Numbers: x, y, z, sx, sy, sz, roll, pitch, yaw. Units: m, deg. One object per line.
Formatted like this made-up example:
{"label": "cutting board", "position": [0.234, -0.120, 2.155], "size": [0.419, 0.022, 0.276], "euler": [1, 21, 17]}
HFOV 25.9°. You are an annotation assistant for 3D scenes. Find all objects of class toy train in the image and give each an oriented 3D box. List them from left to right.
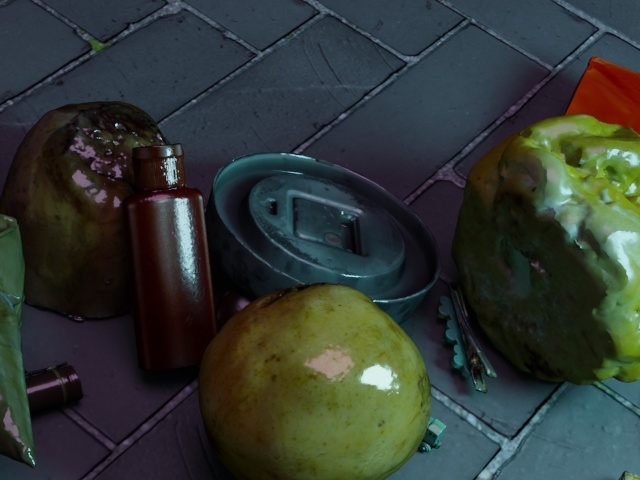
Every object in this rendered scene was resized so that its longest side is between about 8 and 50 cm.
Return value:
{"label": "toy train", "position": [0.106, 0.214, 1.654], "size": [0.092, 0.045, 0.029], "euler": [35, 47, 16]}

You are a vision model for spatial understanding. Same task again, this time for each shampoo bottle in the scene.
{"label": "shampoo bottle", "position": [-0.179, 0.017, 1.639], "size": [0.102, 0.260, 0.064], "euler": [-8, 6, -24]}

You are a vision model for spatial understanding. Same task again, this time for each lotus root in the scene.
{"label": "lotus root", "position": [-0.279, -0.054, 1.729], "size": [0.272, 0.192, 0.272], "euler": [12, 44, -12]}

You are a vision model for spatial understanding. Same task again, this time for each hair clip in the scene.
{"label": "hair clip", "position": [0.178, 0.122, 1.759], "size": [0.049, 0.049, 0.173], "euler": [0, 43, -14]}

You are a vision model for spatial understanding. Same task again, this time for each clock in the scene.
{"label": "clock", "position": [0.001, -0.001, 1.762], "size": [0.312, 0.061, 0.313], "euler": [17, 32, -11]}

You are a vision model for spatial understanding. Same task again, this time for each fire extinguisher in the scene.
{"label": "fire extinguisher", "position": [-0.349, 0.181, 1.575], "size": [0.158, 0.043, 0.064], "euler": [-15, 61, -26]}

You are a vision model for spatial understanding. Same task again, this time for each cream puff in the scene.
{"label": "cream puff", "position": [0.336, 0.005, 1.723], "size": [0.257, 0.291, 0.324], "euler": [-30, 65, -28]}

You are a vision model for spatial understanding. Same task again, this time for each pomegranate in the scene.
{"label": "pomegranate", "position": [-0.006, 0.172, 1.525], "size": [0.260, 0.260, 0.260], "euler": [7, 47, -7]}

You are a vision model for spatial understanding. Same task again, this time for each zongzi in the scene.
{"label": "zongzi", "position": [-0.486, 0.119, 1.476], "size": [0.356, 0.174, 0.393], "euler": [-4, 35, -13]}

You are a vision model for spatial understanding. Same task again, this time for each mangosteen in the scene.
{"label": "mangosteen", "position": [-0.094, 0.091, 1.698], "size": [0.081, 0.081, 0.081], "euler": [7, 47, -7]}

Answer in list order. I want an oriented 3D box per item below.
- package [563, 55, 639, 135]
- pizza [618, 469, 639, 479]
{"label": "package", "position": [0.413, -0.101, 1.970], "size": [0.196, 0.123, 0.423], "euler": [23, 45, 11]}
{"label": "pizza", "position": [0.382, 0.353, 1.579], "size": [0.188, 0.081, 0.204], "euler": [-1, 33, -46]}
